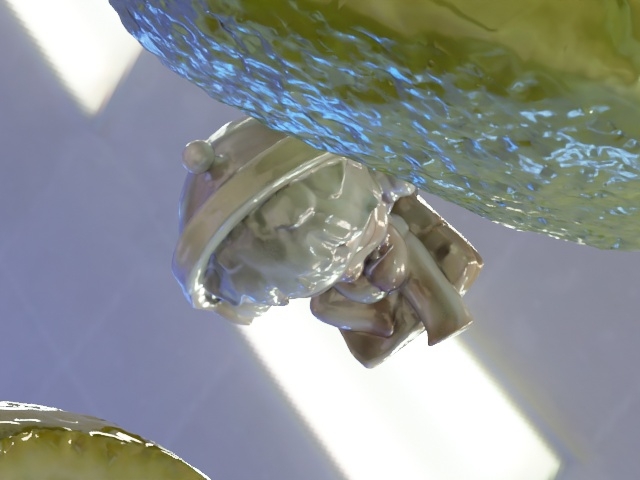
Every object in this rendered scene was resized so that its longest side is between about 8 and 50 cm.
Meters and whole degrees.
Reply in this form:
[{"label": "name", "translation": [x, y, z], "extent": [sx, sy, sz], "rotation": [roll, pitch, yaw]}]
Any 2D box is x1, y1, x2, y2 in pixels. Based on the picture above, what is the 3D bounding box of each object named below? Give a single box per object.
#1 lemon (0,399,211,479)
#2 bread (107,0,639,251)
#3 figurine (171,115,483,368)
[{"label": "lemon", "translation": [-0.187, 0.235, 0.800], "extent": [0.364, 0.364, 0.364], "rotation": [-18, -118, 36]}, {"label": "bread", "translation": [0.101, -0.166, 0.885], "extent": [0.348, 0.348, 0.308], "rotation": [20, -90, 44]}, {"label": "figurine", "translation": [-0.002, -0.003, 1.176], "extent": [0.162, 0.237, 0.141], "rotation": [-39, -117, 10]}]
